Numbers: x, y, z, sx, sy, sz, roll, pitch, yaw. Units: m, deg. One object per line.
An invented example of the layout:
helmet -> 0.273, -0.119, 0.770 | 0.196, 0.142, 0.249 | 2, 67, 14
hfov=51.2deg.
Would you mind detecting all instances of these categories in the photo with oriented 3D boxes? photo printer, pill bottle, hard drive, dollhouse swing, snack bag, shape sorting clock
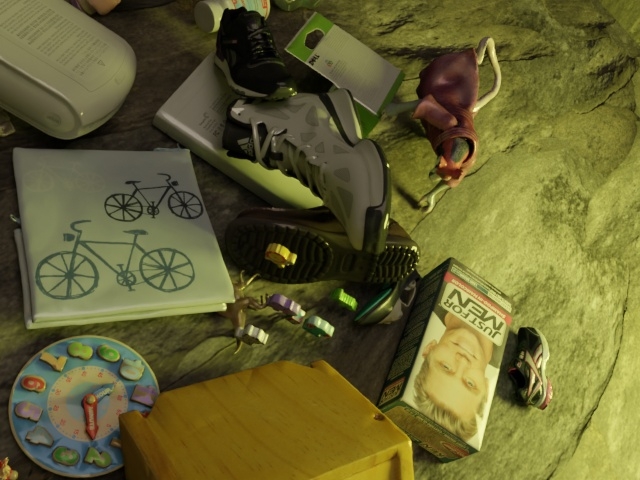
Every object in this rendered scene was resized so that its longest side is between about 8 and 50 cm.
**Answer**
photo printer -> -0.478, -0.316, 1.138 | 0.308, 0.107, 0.256 | 31, 40, -14
pill bottle -> -0.193, -0.502, 1.456 | 0.160, 0.087, 0.087 | -33, 82, -40
hard drive -> -0.125, -0.207, 1.342 | 0.353, 0.047, 0.233 | 34, 50, -8
dollhouse swing -> -0.078, 0.404, 0.969 | 0.347, 0.304, 0.315 | -10, 29, -35
snack bag -> -0.334, -0.022, 1.102 | 0.323, 0.037, 0.342 | -4, 58, -31
shape sorting clock -> -0.331, 0.231, 0.951 | 0.206, 0.040, 0.206 | 15, 55, -23

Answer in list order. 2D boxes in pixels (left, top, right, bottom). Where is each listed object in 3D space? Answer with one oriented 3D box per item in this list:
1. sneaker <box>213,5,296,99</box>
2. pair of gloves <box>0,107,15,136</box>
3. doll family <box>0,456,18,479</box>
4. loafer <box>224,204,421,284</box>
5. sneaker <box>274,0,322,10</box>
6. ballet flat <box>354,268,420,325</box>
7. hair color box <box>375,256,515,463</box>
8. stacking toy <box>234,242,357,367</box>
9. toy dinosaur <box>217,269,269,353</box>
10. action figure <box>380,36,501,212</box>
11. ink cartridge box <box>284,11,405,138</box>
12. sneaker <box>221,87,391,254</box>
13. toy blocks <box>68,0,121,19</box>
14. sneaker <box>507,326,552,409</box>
sneaker -> -0.130, -0.354, 1.239 | 0.107, 0.124, 0.283 | -11, 36, -27
pair of gloves -> -0.626, -0.228, 1.059 | 0.204, 0.042, 0.240 | -32, 82, -40
doll family -> -0.492, 0.243, 0.766 | 0.263, 0.163, 0.118 | 36, 50, -7
loafer -> 0.000, 0.000, 1.241 | 0.366, 0.133, 0.130 | 9, 37, -20
sneaker -> -0.064, -0.595, 1.620 | 0.152, 0.053, 0.061 | -19, 63, -44
ballet flat -> 0.139, 0.113, 1.288 | 0.074, 0.074, 0.203 | 43, 46, -1
hair color box -> 0.243, 0.216, 1.261 | 0.174, 0.105, 0.347 | 34, 51, -8
stacking toy -> -0.030, 0.129, 1.140 | 0.221, 0.052, 0.167 | 35, 60, -28
toy dinosaur -> -0.138, 0.111, 1.147 | 0.093, 0.053, 0.183 | -12, 63, -18
action figure -> 0.295, -0.236, 1.447 | 0.370, 0.276, 0.248 | -86, 151, -53
ink cartridge box -> 0.043, -0.373, 1.514 | 0.255, 0.097, 0.188 | 34, 50, -6
sneaker -> -0.039, -0.125, 1.174 | 0.258, 0.169, 0.447 | -3, 38, -11
toy blocks -> -0.470, -0.577, 1.282 | 0.288, 0.260, 0.309 | 57, 18, -26
sneaker -> 0.421, 0.253, 1.371 | 0.077, 0.072, 0.178 | 12, 50, -12
